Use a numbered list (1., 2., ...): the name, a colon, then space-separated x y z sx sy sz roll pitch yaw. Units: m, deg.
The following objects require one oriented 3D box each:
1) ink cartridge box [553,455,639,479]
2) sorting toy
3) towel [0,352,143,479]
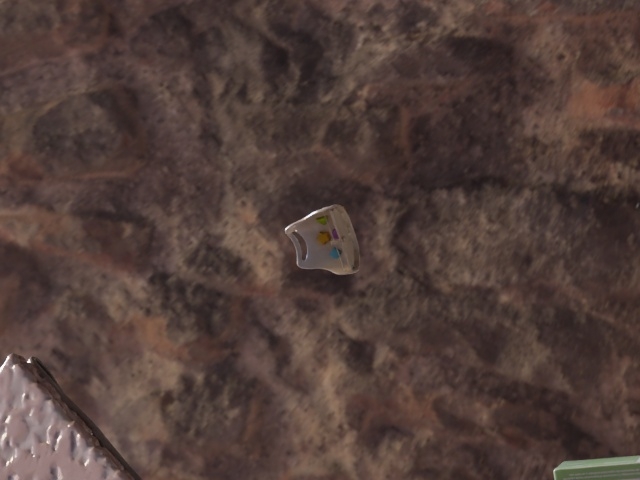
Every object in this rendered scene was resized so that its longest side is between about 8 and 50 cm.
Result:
1. ink cartridge box: 0.382 0.374 1.393 0.171 0.056 0.235 -10 -92 24
2. sorting toy: 0.000 0.000 1.361 0.075 0.045 0.083 -15 -74 18
3. towel: -0.316 0.332 1.248 0.332 0.053 0.317 39 -81 36
